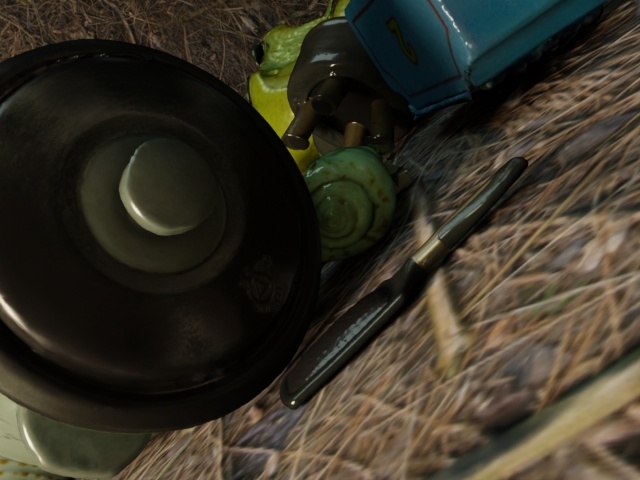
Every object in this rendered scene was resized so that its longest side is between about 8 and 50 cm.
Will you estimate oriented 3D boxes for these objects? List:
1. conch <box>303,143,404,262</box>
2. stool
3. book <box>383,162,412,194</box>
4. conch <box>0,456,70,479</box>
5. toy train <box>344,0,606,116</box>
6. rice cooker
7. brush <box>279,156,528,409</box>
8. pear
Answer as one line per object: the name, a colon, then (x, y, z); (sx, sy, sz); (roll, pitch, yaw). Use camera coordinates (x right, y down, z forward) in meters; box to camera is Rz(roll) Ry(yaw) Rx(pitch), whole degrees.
conch: (0.015, -0.032, 0.732); (0.105, 0.079, 0.170); (-30, 6, 18)
stool: (0.042, -0.150, 1.079); (0.153, 0.228, 0.139); (5, 56, 20)
book: (0.000, 0.000, 0.854); (0.198, 0.016, 0.138); (-42, 8, 2)
conch: (-0.317, 0.214, 0.854); (0.172, 0.131, 0.200); (-33, 12, 45)
toy train: (0.101, -0.248, 0.783); (0.188, 0.265, 0.300); (-33, 6, -4)
rice cooker: (-0.151, 0.016, 0.637); (0.316, 0.264, 0.317); (-45, 36, 47)
brush: (0.046, 0.022, 0.519); (0.193, 0.016, 0.063); (-43, 9, -1)
pear: (0.038, -0.237, 1.258); (0.255, 0.164, 0.238); (-26, 41, 35)
